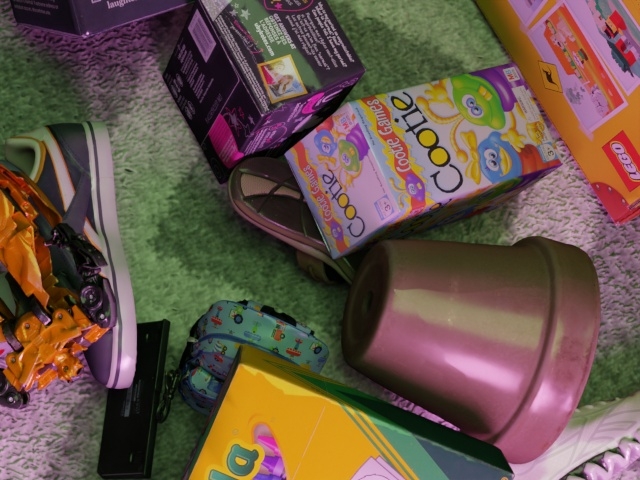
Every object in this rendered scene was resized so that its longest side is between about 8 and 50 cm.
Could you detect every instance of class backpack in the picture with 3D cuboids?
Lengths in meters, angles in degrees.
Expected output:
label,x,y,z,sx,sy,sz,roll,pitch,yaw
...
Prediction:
label,x,y,z,sx,sy,sz,roll,pitch,yaw
backpack,-0.075,0.138,1.863,0.158,0.173,0.117,26,70,-6

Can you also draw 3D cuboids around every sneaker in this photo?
label,x,y,z,sx,sy,sz,roll,pitch,yaw
sneaker,-0.286,0.019,1.875,0.127,0.126,0.321,-4,67,-19
sneaker,0.317,0.235,1.974,0.292,0.110,0.118,-35,76,-21

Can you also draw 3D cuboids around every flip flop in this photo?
label,x,y,z,sx,sy,sz,roll,pitch,yaw
flip flop,0.000,0.000,1.966,0.277,0.080,0.112,30,52,-20

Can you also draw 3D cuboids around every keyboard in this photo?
label,x,y,z,sx,sy,sz,roll,pitch,yaw
keyboard,-0.197,0.178,1.871,0.023,0.108,0.180,24,65,-46

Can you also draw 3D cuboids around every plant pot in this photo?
label,x,y,z,sx,sy,sz,roll,pitch,yaw
plant pot,0.154,0.101,1.870,0.229,0.263,0.263,16,71,-17

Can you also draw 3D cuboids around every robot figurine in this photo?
label,x,y,z,sx,sy,sz,roll,pitch,yaw
robot figurine,-0.338,0.034,1.777,0.211,0.085,0.291,-41,79,12

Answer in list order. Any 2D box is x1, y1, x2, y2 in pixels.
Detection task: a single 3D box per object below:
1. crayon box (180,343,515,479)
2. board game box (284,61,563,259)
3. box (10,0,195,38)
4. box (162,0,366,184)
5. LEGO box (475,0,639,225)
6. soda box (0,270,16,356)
label,x,y,z,sx,sy,sz,roll,pitch,yaw
crayon box,-0.014,0.337,1.777,0.313,0.106,0.363,22,98,-8
board game box,0.124,-0.097,1.952,0.275,0.142,0.144,-18,78,-39
box,-0.228,-0.462,1.879,0.293,0.212,0.395,-21,111,-26
box,-0.070,-0.196,1.922,0.142,0.247,0.163,-25,82,-21
LEGO box,0.365,-0.316,1.998,0.193,0.372,0.500,-29,83,-20
soda box,-0.418,0.119,1.841,0.216,0.069,0.074,-30,82,-20
